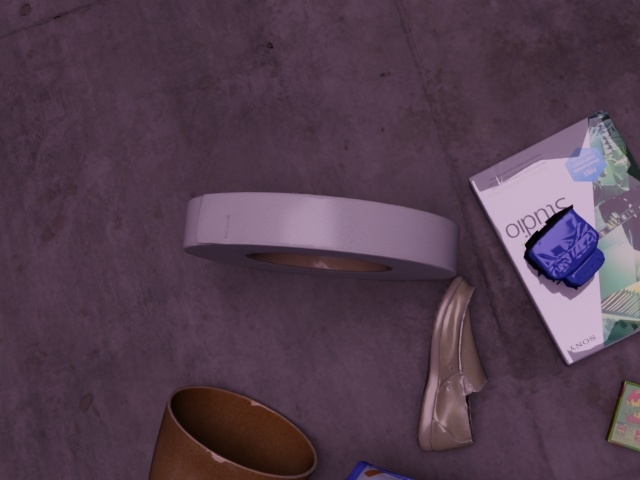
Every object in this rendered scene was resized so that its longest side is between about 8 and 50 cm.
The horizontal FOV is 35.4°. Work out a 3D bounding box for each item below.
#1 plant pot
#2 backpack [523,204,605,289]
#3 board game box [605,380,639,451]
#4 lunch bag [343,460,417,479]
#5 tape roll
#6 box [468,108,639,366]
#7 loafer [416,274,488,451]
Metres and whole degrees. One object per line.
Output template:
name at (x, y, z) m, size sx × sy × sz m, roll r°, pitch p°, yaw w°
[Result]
plant pot at (-0.165, 0.383, 1.481) m, size 0.237 × 0.237 × 0.254 m, roll 29°, pitch 102°, yaw 13°
backpack at (0.342, 0.018, 1.419) m, size 0.098 × 0.120 × 0.101 m, roll -40°, pitch 86°, yaw 1°
board game box at (0.515, 0.273, 1.443) m, size 0.181 × 0.043 × 0.092 m, roll 16°, pitch 85°, yaw 12°
lunch bag at (0.118, 0.515, 1.296) m, size 0.328 × 0.239 × 0.385 m, roll 18°, pitch 68°, yaw 22°
tape roll at (0.000, 0.000, 1.405) m, size 0.392 × 0.392 × 0.072 m, roll 5°, pitch 83°, yaw 12°
box at (0.396, -0.004, 1.499) m, size 0.232 × 0.058 × 0.322 m, roll -28°, pitch 79°, yaw 6°
loafer at (0.206, 0.186, 1.492) m, size 0.092 × 0.102 × 0.268 m, roll 9°, pitch 93°, yaw 11°
